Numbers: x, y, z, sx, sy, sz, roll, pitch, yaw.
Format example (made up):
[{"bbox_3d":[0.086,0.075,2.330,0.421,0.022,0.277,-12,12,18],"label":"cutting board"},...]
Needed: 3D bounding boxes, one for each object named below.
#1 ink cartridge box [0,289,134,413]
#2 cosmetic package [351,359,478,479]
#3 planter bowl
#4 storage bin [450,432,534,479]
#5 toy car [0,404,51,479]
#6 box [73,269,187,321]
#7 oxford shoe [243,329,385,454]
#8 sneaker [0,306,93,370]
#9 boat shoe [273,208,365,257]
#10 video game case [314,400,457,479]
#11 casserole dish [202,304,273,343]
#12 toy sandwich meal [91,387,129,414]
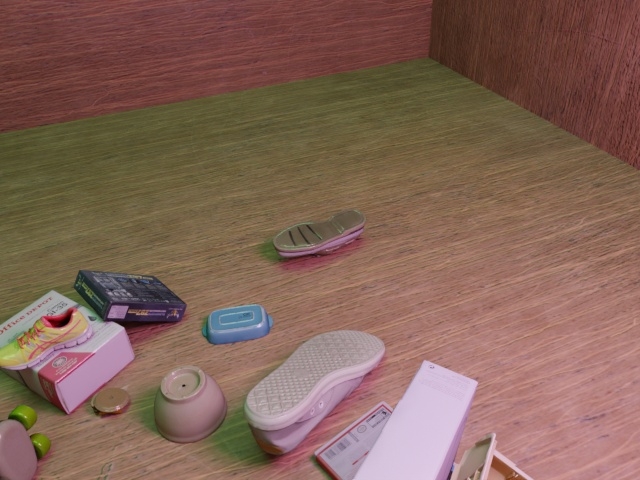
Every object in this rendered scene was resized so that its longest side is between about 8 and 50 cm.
[{"bbox_3d":[-0.640,0.264,1.375,0.283,0.117,0.207,19,41,26],"label":"ink cartridge box"},{"bbox_3d":[0.111,0.410,0.818,0.097,0.377,0.284,20,30,24],"label":"cosmetic package"},{"bbox_3d":[-0.295,0.349,1.244,0.162,0.109,0.162,-1,36,1],"label":"planter bowl"},{"bbox_3d":[0.331,0.495,0.900,0.262,0.123,0.260,35,44,4],"label":"storage bin"},{"bbox_3d":[-0.685,0.437,1.133,0.188,0.149,0.155,-8,22,13],"label":"toy car"},{"bbox_3d":[-0.500,0.147,1.480,0.183,0.059,0.233,31,12,37],"label":"box"},{"bbox_3d":[-0.005,0.324,1.259,0.169,0.130,0.449,15,24,32],"label":"oxford shoe"},{"bbox_3d":[-0.632,0.212,1.265,0.208,0.094,0.081,-27,45,-28],"label":"sneaker"},{"bbox_3d":[0.000,0.000,1.715,0.302,0.103,0.113,-16,51,-19],"label":"boat shoe"},{"bbox_3d":[0.153,0.467,1.121,0.204,0.025,0.285,-27,42,-30],"label":"video game case"},{"bbox_3d":[-0.220,0.216,1.485,0.188,0.037,0.114,-7,36,-8],"label":"casserole dish"},{"bbox_3d":[-0.484,0.374,1.292,0.086,0.029,0.085,5,28,-3],"label":"toy sandwich meal"}]
